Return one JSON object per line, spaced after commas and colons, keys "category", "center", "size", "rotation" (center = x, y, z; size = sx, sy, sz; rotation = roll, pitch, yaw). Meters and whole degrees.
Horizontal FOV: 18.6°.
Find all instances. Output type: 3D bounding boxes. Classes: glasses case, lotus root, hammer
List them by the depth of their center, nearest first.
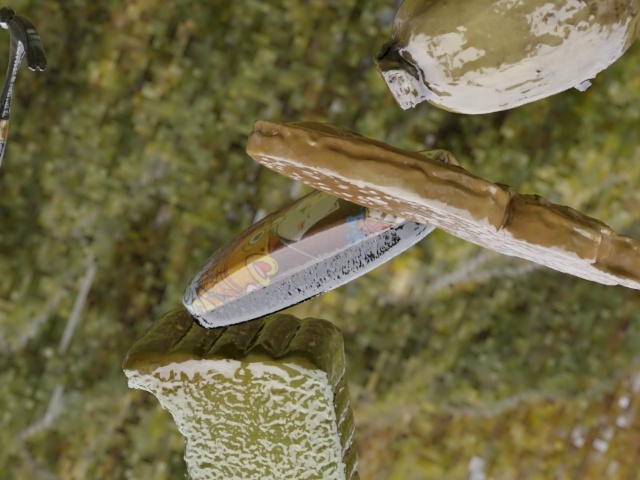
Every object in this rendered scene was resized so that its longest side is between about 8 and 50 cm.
{"category": "lotus root", "center": [0.167, -0.184, 1.559], "size": [0.154, 0.257, 0.140], "rotation": [58, 180, -32]}
{"category": "hammer", "center": [-0.286, -0.104, 1.755], "size": [0.021, 0.201, 0.078], "rotation": [-1, -152, -38]}
{"category": "glasses case", "center": [0.000, 0.000, 1.848], "size": [0.082, 0.321, 0.122], "rotation": [57, -144, -11]}

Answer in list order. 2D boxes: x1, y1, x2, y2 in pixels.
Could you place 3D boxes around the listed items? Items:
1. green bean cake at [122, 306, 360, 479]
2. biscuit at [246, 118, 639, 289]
{"category": "green bean cake", "center": [-0.077, 0.191, 2.010], "size": [0.233, 0.236, 0.124], "rotation": [1, -155, 15]}
{"category": "biscuit", "center": [0.088, -0.028, 1.307], "size": [0.288, 0.044, 0.202], "rotation": [17, 178, -11]}
